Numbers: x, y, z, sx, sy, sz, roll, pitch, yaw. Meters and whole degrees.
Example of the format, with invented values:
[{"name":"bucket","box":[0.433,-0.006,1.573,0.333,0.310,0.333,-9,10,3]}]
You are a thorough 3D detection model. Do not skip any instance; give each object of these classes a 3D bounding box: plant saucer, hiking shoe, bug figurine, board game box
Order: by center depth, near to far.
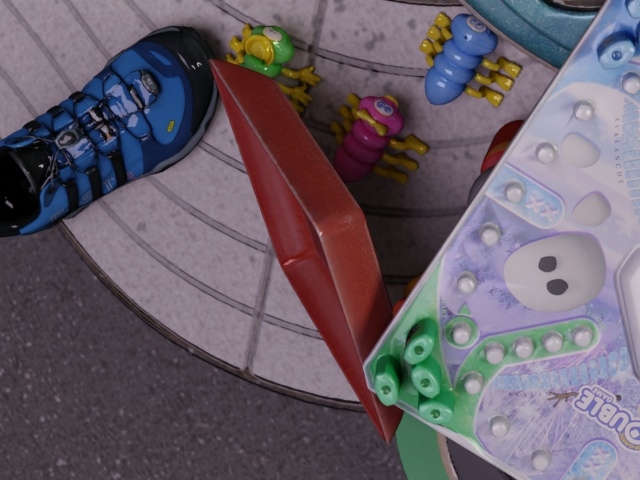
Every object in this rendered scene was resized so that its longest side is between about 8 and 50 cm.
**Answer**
[{"name":"board game box","box":[0.291,0.058,1.501,0.390,0.050,0.390,32,107,-4]},{"name":"plant saucer","box":[0.000,0.000,1.666,0.259,0.047,0.258,57,169,47]},{"name":"bug figurine","box":[0.020,-0.165,1.703,0.279,0.072,0.216,34,120,13]},{"name":"hiking shoe","box":[-0.212,-0.082,1.819,0.304,0.132,0.113,-38,88,32]}]

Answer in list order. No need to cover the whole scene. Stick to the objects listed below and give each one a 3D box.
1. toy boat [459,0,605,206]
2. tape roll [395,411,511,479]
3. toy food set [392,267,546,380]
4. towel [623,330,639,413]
[{"name":"toy boat","box":[0.201,-0.147,1.545,0.267,0.148,0.318,22,120,-1]},{"name":"tape roll","box":[0.222,0.160,1.708,0.321,0.077,0.321,10,112,25]},{"name":"toy food set","box":[0.157,0.120,1.621,0.111,0.104,0.232,-23,96,32]},{"name":"towel","box":[0.385,0.183,1.574,0.324,0.056,0.312,-9,103,6]}]
